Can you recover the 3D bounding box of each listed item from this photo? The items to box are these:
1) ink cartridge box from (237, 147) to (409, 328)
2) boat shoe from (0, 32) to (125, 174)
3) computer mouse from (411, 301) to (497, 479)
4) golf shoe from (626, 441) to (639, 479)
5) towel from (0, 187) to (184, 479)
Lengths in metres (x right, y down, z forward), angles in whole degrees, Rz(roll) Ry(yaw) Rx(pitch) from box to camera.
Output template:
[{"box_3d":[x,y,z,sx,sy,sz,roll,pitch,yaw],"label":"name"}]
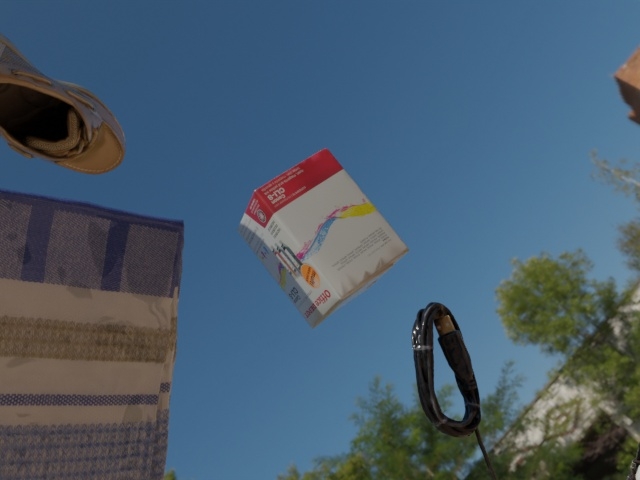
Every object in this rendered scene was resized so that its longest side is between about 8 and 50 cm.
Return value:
[{"box_3d":[0.000,0.000,0.904,0.127,0.176,0.128,-34,-10,-28],"label":"ink cartridge box"},{"box_3d":[-0.354,-0.148,0.890,0.121,0.110,0.341,-43,-21,4],"label":"boat shoe"},{"box_3d":[0.123,0.149,0.431,0.071,0.242,0.041,-26,0,-43],"label":"computer mouse"},{"box_3d":[0.271,0.191,0.545,0.198,0.094,0.077,-46,14,16],"label":"golf shoe"},{"box_3d":[-0.193,0.110,0.457,0.209,0.034,0.285,11,-98,-42],"label":"towel"}]
